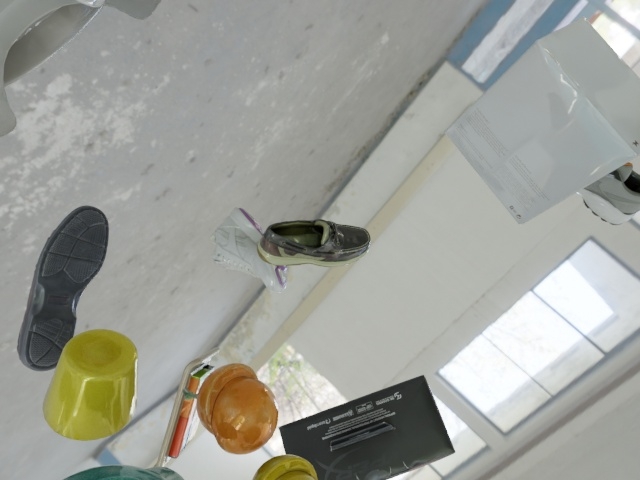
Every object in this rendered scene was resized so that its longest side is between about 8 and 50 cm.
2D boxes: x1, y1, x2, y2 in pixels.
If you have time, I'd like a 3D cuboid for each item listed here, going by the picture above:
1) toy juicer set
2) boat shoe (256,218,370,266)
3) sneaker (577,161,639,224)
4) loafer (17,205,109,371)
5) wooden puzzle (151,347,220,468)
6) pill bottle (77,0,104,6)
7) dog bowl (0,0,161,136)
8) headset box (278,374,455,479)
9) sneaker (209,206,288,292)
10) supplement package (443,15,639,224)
[{"bbox_3d":[-0.094,0.203,0.294,0.329,0.209,0.089,-106,-145,-57],"label":"toy juicer set"},{"bbox_3d":[-0.001,-0.001,0.870,0.223,0.080,0.073,-3,146,-24],"label":"boat shoe"},{"bbox_3d":[0.489,-0.135,0.887,0.100,0.271,0.108,-65,-175,-30],"label":"sneaker"},{"bbox_3d":[-0.483,0.078,0.880,0.109,0.095,0.303,28,69,-47],"label":"loafer"},{"bbox_3d":[-0.269,0.346,0.997,0.221,0.044,0.239,107,3,-84],"label":"wooden puzzle"},{"bbox_3d":[-0.128,-0.206,0.277,0.120,0.067,0.067,-50,173,15],"label":"pill bottle"},{"bbox_3d":[-0.302,-0.249,0.453,0.349,0.349,0.102,-47,142,-7],"label":"dog bowl"},{"bbox_3d":[0.078,0.306,0.732,0.218,0.110,0.293,-21,153,3],"label":"headset box"},{"bbox_3d":[-0.185,0.047,1.228,0.152,0.305,0.114,-40,137,-1],"label":"sneaker"},{"bbox_3d":[0.340,-0.170,0.713,0.149,0.194,0.203,-34,173,-32],"label":"supplement package"}]
